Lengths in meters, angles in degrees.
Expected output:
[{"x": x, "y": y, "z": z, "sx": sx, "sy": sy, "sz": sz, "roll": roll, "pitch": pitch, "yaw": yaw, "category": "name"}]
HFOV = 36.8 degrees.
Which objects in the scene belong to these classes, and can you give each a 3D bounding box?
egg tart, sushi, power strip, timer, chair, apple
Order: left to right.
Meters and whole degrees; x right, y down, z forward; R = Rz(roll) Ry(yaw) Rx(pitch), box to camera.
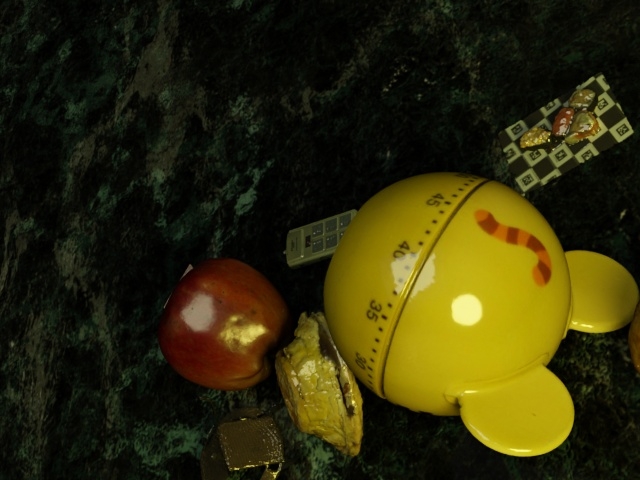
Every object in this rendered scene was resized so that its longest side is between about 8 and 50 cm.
[{"x": -0.164, "y": 0.147, "z": 1.652, "sx": 0.234, "sy": 0.234, "sz": 0.234, "roll": -18, "pitch": 57, "yaw": 31, "category": "apple"}, {"x": -0.131, "y": 0.343, "z": 1.604, "sx": 0.213, "sy": 0.149, "sz": 0.174, "roll": 108, "pitch": 150, "yaw": -50, "category": "chair"}, {"x": -0.004, "y": 0.221, "z": 1.476, "sx": 0.106, "sy": 0.241, "sz": 0.241, "roll": -13, "pitch": 50, "yaw": -14, "category": "egg tart"}, {"x": 0.000, "y": 0.000, "z": 1.717, "sx": 0.169, "sy": 0.028, "sz": 0.076, "roll": -19, "pitch": 58, "yaw": 30, "category": "power strip"}, {"x": 0.207, "y": 0.094, "z": 1.315, "sx": 0.387, "sy": 0.376, "sz": 0.376, "roll": 27, "pitch": 85, "yaw": 19, "category": "timer"}, {"x": 0.370, "y": -0.172, "z": 1.509, "sx": 0.201, "sy": 0.031, "sz": 0.139, "roll": -32, "pitch": 52, "yaw": 22, "category": "sushi"}]

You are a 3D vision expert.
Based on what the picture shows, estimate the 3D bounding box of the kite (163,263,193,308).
[{"x": -0.250, "y": 0.103, "z": 1.879, "sx": 0.153, "sy": 0.005, "sz": 0.137, "roll": -24, "pitch": 55, "yaw": 26, "category": "kite"}]

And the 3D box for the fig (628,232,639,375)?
[{"x": 0.455, "y": 0.066, "z": 1.215, "sx": 0.191, "sy": 0.191, "sz": 0.290, "roll": -34, "pitch": 51, "yaw": 20, "category": "fig"}]
